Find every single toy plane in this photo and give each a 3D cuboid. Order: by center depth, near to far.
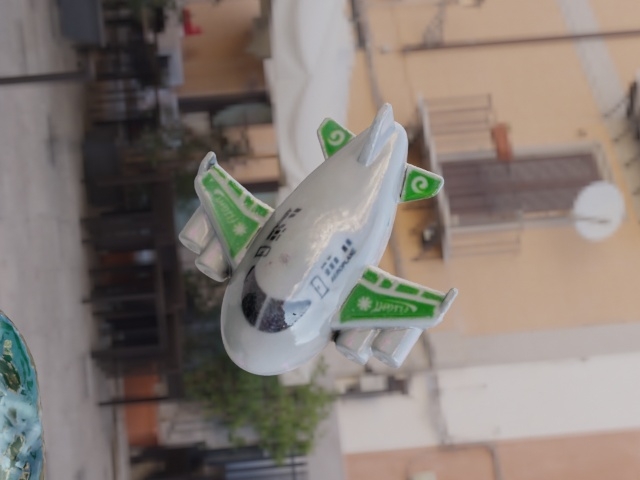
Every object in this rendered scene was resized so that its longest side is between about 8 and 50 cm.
[{"bbox_3d":[0.000,0.001,0.816,0.080,0.174,0.174,72,12,-72],"label":"toy plane"}]

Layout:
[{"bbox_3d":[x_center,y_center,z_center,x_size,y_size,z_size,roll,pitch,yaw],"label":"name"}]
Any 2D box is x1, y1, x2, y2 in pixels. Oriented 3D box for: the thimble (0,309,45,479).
[{"bbox_3d":[-0.294,0.121,0.765,0.167,0.254,0.288,1,-92,54],"label":"thimble"}]
